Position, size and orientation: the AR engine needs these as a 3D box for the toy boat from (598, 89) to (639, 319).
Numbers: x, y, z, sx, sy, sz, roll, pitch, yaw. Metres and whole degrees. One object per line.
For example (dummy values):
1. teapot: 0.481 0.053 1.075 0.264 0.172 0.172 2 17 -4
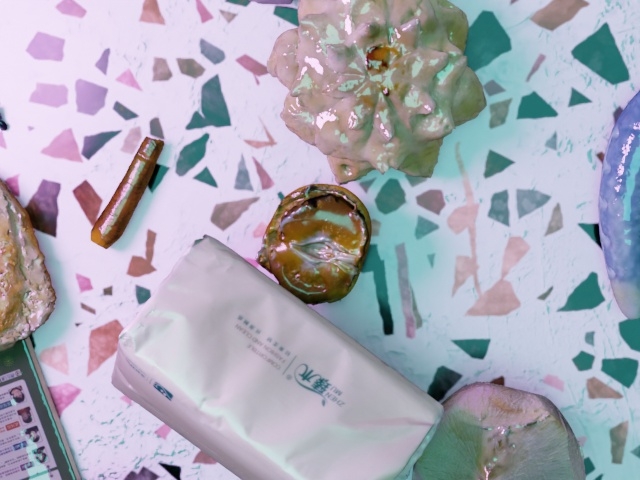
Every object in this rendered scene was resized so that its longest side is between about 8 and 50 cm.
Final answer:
1. toy boat: 0.470 -0.053 1.679 0.215 0.123 0.330 4 96 6

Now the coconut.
1. coconut: 0.231 0.294 1.674 0.227 0.230 0.227 0 94 4

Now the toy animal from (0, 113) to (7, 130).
1. toy animal: -0.569 -0.158 1.802 0.253 0.070 0.079 -20 128 -5

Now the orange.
1. orange: 0.000 0.000 1.733 0.170 0.112 0.160 -14 105 29

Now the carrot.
1. carrot: -0.264 -0.067 1.788 0.042 0.042 0.171 28 94 3

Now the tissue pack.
1. tissue pack: -0.063 0.195 1.648 0.380 0.297 0.207 36 72 3

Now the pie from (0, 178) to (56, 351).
1. pie: -0.516 0.024 1.791 0.308 0.085 0.308 0 93 8

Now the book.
1. book: -0.461 0.290 1.839 0.202 0.027 0.264 -20 92 5

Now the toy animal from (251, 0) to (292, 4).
1. toy animal: -0.054 -0.411 1.693 0.138 0.166 0.179 34 85 -5

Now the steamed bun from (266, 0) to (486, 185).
1. steamed bun: 0.080 -0.206 1.683 0.292 0.137 0.295 22 96 -9
